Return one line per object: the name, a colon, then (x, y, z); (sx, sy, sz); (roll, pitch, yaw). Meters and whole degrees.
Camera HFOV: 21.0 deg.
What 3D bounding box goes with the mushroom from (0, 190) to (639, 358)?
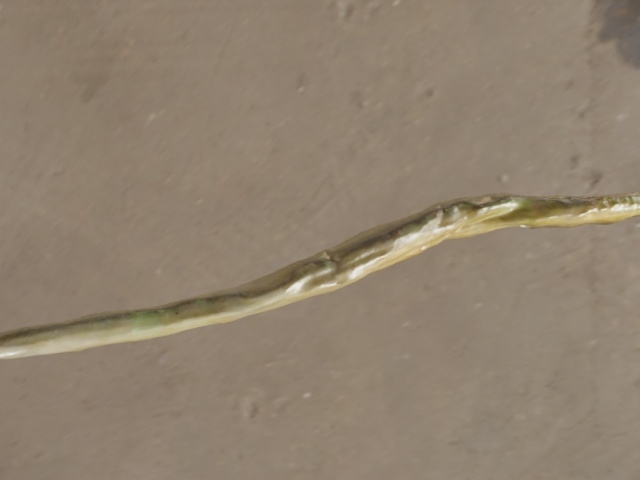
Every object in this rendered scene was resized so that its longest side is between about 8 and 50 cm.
mushroom: (0.000, 0.006, 0.495); (0.286, 0.026, 0.028); (-6, 105, -29)
